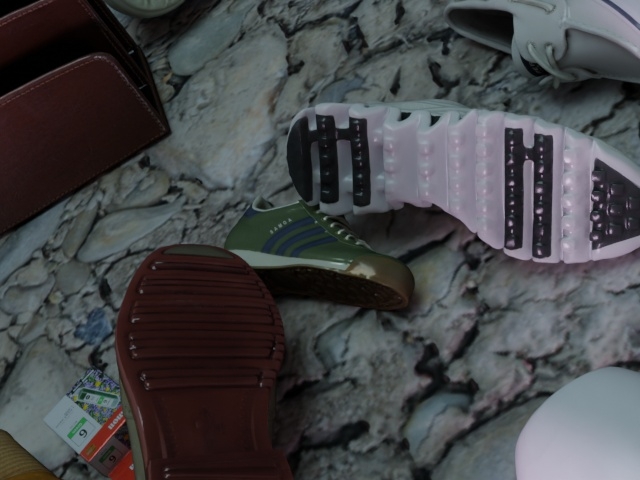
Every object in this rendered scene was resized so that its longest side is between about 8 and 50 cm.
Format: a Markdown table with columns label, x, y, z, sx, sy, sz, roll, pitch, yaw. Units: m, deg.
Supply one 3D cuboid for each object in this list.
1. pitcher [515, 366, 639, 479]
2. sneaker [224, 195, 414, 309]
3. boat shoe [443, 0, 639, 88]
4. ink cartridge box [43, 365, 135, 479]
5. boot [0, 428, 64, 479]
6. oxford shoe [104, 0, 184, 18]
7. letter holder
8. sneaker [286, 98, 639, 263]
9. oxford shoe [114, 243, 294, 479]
| label | x | y | z | sx | sy | sz | roll | pitch | yaw |
| --- | --- | --- | --- | --- | --- | --- | --- | --- | --- |
| pitcher | 0.224 | 0.160 | 0.678 | 0.177 | 0.125 | 0.207 | -25 | 52 | -17 |
| sneaker | 0.000 | 0.000 | 0.980 | 0.192 | 0.064 | 0.086 | 4 | 61 | 39 |
| boat shoe | 0.193 | -0.168 | 0.982 | 0.088 | 0.096 | 0.267 | -45 | 43 | -3 |
| ink cartridge box | -0.170 | 0.153 | 0.984 | 0.063 | 0.029 | 0.115 | -49 | 44 | -13 |
| boot | -0.295 | 0.276 | 0.884 | 0.295 | 0.104 | 0.211 | -35 | 45 | -18 |
| oxford shoe | -0.109 | -0.424 | 1.358 | 0.449 | 0.169 | 0.130 | -52 | 24 | -15 |
| letter holder | -0.342 | -0.141 | 1.209 | 0.302 | 0.214 | 0.152 | -30 | 43 | 6 |
| sneaker | 0.122 | -0.062 | 0.933 | 0.292 | 0.110 | 0.118 | 15 | 25 | 27 |
| oxford shoe | -0.090 | 0.140 | 0.869 | 0.123 | 0.130 | 0.348 | 4 | 39 | -10 |
